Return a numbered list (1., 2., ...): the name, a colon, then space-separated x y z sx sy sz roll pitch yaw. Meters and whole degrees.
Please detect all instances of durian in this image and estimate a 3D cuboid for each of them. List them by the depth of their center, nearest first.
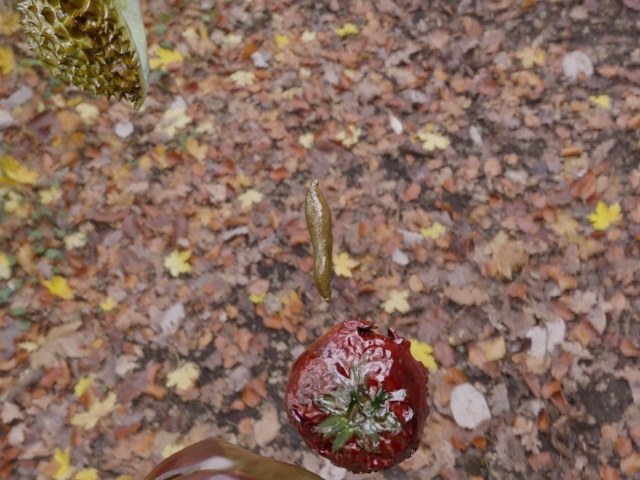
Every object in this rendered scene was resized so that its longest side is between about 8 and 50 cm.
1. durian: -0.258 -0.273 0.996 0.144 0.139 0.252 -23 70 25

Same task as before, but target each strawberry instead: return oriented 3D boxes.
1. strawberry: 0.068 0.278 1.615 0.274 0.220 0.274 0 83 3

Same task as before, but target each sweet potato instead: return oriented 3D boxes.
1. sweet potato: 0.000 0.000 0.811 0.026 0.026 0.115 -6 84 15

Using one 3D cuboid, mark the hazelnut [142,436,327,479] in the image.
1. hazelnut: -0.101 0.457 1.216 0.409 0.359 0.359 7 62 22
